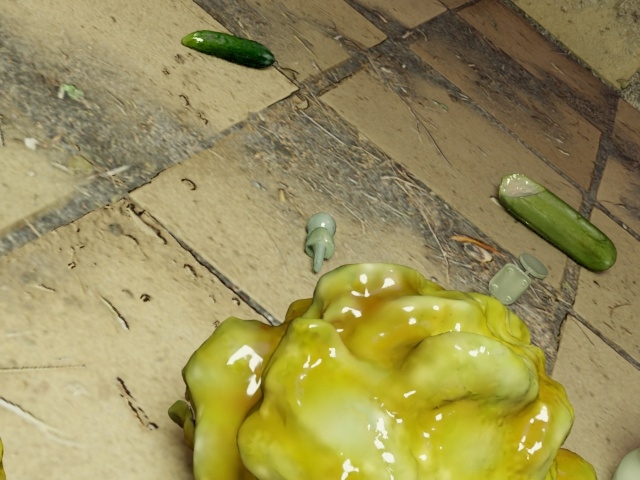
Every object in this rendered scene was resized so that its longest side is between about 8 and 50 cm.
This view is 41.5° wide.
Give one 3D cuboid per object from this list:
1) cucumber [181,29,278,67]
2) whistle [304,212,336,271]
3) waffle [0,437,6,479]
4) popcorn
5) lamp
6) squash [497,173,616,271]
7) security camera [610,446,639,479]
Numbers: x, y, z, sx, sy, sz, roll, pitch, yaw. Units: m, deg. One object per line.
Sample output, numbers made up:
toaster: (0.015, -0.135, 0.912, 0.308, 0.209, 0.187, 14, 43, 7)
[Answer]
cucumber: (-0.120, -0.272, 1.205, 0.168, 0.039, 0.039, 6, 43, -40)
whistle: (0.000, 0.000, 0.969, 0.035, 0.035, 0.100, 28, 33, -16)
waffle: (-0.277, 0.114, 0.415, 0.291, 0.051, 0.291, 30, 48, -40)
popcorn: (0.070, 0.166, 0.582, 0.321, 0.290, 0.326, 0, 28, -43)
lamp: (0.296, 0.042, 1.212, 0.050, 0.056, 0.198, 43, 27, 14)
squash: (0.389, -0.030, 1.386, 0.239, 0.069, 0.069, 35, 30, -7)
security camera: (0.420, 0.236, 0.862, 0.195, 0.236, 0.194, 10, 34, -7)
